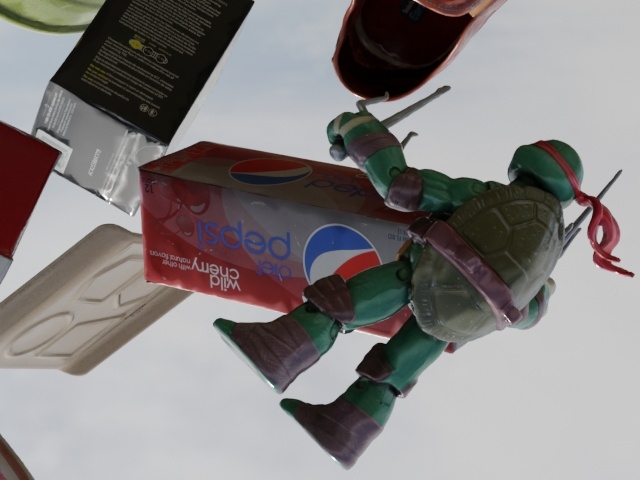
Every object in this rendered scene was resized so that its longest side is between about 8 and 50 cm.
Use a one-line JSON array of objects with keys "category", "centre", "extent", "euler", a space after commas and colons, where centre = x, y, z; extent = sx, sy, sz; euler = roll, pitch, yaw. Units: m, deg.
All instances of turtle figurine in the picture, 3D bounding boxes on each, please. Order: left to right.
[{"category": "turtle figurine", "centre": [0.064, 0.006, 0.988], "extent": [0.234, 0.175, 0.118], "euler": [-43, -160, -8]}]

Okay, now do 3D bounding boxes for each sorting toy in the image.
[{"category": "sorting toy", "centre": [-0.205, 0.051, 1.641], "extent": [0.193, 0.038, 0.208], "euler": [-37, 160, 14]}]

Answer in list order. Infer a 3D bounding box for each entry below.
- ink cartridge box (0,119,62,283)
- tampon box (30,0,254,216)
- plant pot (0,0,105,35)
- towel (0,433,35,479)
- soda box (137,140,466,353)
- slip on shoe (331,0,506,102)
[{"category": "ink cartridge box", "centre": [-0.267, -0.001, 1.213], "extent": [0.130, 0.272, 0.309], "euler": [29, -168, -10]}, {"category": "tampon box", "centre": [-0.141, -0.126, 1.449], "extent": [0.101, 0.120, 0.161], "euler": [30, -124, -2]}, {"category": "plant pot", "centre": [-0.177, -0.421, 1.827], "extent": [0.353, 0.367, 0.366], "euler": [-12, -175, 43]}, {"category": "towel", "centre": [-0.251, 0.214, 1.215], "extent": [0.029, 0.197, 0.144], "euler": [29, -175, -36]}, {"category": "soda box", "centre": [0.000, 0.000, 1.299], "extent": [0.263, 0.092, 0.083], "euler": [13, -154, 32]}, {"category": "slip on shoe", "centre": [0.096, -0.204, 1.276], "extent": [0.123, 0.331, 0.101], "euler": [33, -127, -3]}]
